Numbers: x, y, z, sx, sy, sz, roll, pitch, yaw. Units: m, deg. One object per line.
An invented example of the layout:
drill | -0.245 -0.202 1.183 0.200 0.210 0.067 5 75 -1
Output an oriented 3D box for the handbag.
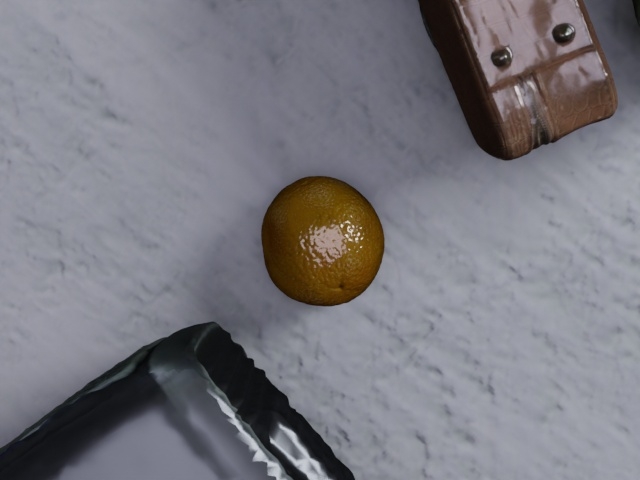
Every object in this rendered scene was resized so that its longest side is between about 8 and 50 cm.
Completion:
handbag | 0.095 -0.147 0.618 0.072 0.151 0.193 -24 95 4

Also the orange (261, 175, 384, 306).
orange | 0.000 0.000 0.662 0.085 0.085 0.085 0 93 -1

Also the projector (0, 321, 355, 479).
projector | -0.103 0.306 0.593 0.405 0.242 0.395 -39 90 0

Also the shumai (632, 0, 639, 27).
shumai | 0.231 -0.221 0.590 0.222 0.225 0.261 42 53 8
